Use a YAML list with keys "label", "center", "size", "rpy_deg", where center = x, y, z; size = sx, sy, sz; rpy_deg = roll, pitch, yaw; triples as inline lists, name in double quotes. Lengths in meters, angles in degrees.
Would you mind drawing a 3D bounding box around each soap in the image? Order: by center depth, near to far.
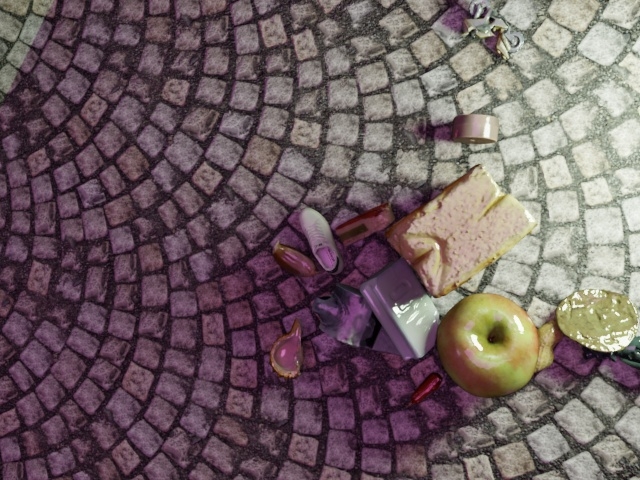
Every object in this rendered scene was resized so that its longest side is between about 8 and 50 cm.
- label: "soap"
  center: [0.269, 0.219, 1.815]
  size: [0.173, 0.095, 0.289]
  rpy_deg: [-34, 93, -33]

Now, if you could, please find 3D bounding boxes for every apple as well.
- label: "apple"
  center: [0.525, 0.332, 1.773]
  size: [0.319, 0.277, 0.319]
  rpy_deg: [-3, 73, 10]

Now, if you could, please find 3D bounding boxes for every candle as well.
- label: "candle"
  center: [0.352, 0.520, 1.927]
  size: [0.053, 0.048, 0.162]
  rpy_deg: [42, 98, -6]

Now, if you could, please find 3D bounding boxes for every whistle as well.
- label: "whistle"
  center: [0.175, 0.279, 1.903]
  size: [0.405, 0.188, 0.168]
  rpy_deg: [21, 93, 12]

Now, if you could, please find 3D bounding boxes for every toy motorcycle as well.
- label: "toy motorcycle"
  center: [0.568, -0.701, 1.896]
  size: [0.229, 0.094, 0.130]
  rpy_deg: [44, 103, -2]

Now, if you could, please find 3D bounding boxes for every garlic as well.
- label: "garlic"
  center: [-0.077, 0.080, 1.998]
  size: [0.198, 0.128, 0.090]
  rpy_deg: [34, 80, 15]

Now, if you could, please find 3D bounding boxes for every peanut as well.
- label: "peanut"
  center: [0.726, 0.347, 1.829]
  size: [0.089, 0.089, 0.192]
  rpy_deg: [26, 95, 13]

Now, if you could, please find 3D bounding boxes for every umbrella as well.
- label: "umbrella"
  center: [1.003, 0.336, 1.749]
  size: [0.349, 0.094, 0.143]
  rpy_deg: [11, 73, 17]

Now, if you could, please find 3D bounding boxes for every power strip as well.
- label: "power strip"
  center: [0.514, -0.367, 1.864]
  size: [0.154, 0.154, 0.078]
  rpy_deg: [4, 91, 13]

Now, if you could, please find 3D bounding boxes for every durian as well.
- label: "durian"
  center: [-0.104, 0.389, 2.028]
  size: [0.140, 0.078, 0.224]
  rpy_deg: [12, 81, 25]

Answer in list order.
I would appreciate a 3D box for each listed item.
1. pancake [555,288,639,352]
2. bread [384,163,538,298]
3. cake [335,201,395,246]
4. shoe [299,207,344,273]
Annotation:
- label: "pancake"
  center: [0.868, 0.254, 1.763]
  size: [0.242, 0.050, 0.242]
  rpy_deg: [-12, 47, 13]
- label: "bread"
  center: [0.433, -0.032, 1.763]
  size: [0.390, 0.371, 0.279]
  rpy_deg: [-36, 85, 13]
- label: "cake"
  center: [0.155, -0.053, 1.955]
  size: [0.220, 0.117, 0.086]
  rpy_deg: [-26, 89, 10]
- label: "shoe"
  center: [0.000, 0.000, 1.994]
  size: [0.095, 0.110, 0.265]
  rpy_deg: [-32, 84, 11]
